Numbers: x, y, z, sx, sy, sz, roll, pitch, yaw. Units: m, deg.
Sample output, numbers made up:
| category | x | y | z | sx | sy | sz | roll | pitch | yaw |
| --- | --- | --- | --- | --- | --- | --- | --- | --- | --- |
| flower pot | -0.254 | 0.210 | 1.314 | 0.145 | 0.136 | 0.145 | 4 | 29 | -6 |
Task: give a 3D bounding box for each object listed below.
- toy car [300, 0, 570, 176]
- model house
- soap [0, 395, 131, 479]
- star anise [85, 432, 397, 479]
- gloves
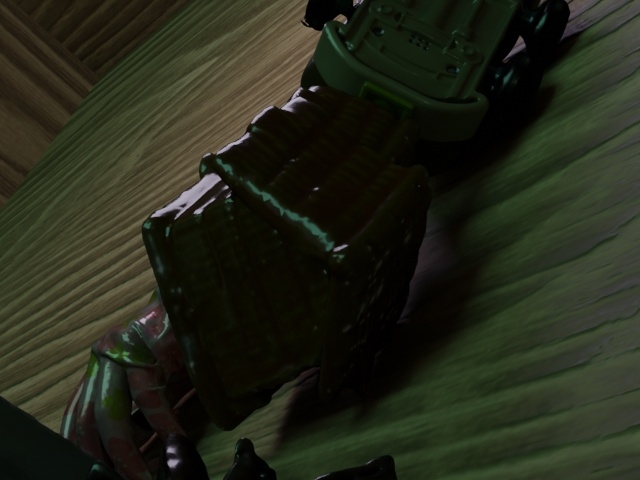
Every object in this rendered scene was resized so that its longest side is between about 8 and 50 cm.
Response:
| category | x | y | z | sx | sy | sz | roll | pitch | yaw |
| --- | --- | --- | --- | --- | --- | --- | --- | --- | --- |
| toy car | 0.081 | -0.150 | 1.288 | 0.248 | 0.204 | 0.198 | -61 | -3 | -39 |
| model house | -0.001 | 0.000 | 1.120 | 0.229 | 0.220 | 0.199 | -21 | 8 | 44 |
| soap | -0.302 | 0.229 | 0.919 | 0.350 | 0.435 | 0.213 | -55 | 12 | -10 |
| star anise | -0.074 | 0.201 | 0.777 | 0.282 | 0.212 | 0.129 | -29 | -22 | -29 |
| gloves | -0.164 | 0.133 | 1.336 | 0.241 | 0.126 | 0.145 | -44 | 20 | -13 |
